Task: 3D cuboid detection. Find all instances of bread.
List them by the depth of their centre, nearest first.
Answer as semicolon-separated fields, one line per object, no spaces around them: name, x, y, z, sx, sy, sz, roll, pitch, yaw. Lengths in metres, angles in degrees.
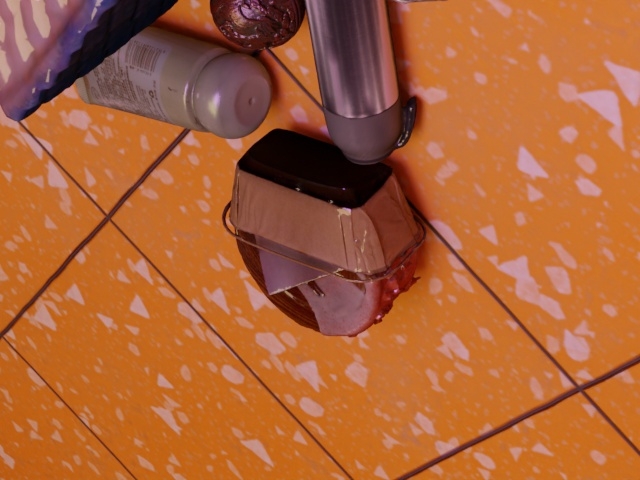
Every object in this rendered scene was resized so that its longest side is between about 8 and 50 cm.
bread;0.000;0.000;1.840;0.224;0.142;0.212;21;136;30

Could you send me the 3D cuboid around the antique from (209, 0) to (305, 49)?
antique;-0.062;-0.236;1.698;0.104;0.104;0.104;28;142;24

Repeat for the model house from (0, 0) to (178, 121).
model house;-0.253;-0.379;1.568;0.400;0.395;0.445;4;117;30

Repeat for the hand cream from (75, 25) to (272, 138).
hand cream;-0.186;-0.183;1.893;0.306;0.093;0.147;18;136;37

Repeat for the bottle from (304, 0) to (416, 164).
bottle;0.039;-0.190;1.663;0.096;0.079;0.253;-5;129;6

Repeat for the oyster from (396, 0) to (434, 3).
oyster;0.016;-0.311;1.498;0.252;0.087;0.199;21;129;51
